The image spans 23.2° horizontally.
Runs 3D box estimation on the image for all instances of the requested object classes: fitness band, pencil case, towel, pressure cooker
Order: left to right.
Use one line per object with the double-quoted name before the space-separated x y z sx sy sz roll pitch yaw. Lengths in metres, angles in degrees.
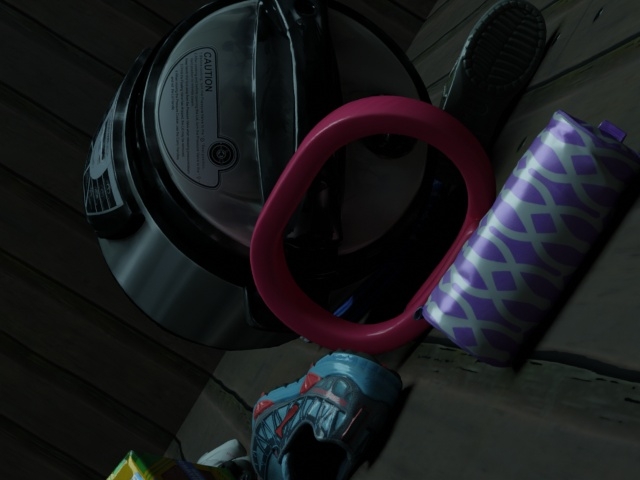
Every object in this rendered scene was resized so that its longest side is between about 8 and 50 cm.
"pressure cooker" -0.062 -0.092 1.823 0.375 0.370 0.420 -42 -2 -25
"fitness band" 0.051 -0.012 1.549 0.291 0.209 0.054 -58 2 33
"towel" 0.118 -0.049 2.078 0.336 0.040 0.243 -61 7 -30
"pencil case" 0.161 0.001 1.180 0.206 0.086 0.088 -56 -22 14

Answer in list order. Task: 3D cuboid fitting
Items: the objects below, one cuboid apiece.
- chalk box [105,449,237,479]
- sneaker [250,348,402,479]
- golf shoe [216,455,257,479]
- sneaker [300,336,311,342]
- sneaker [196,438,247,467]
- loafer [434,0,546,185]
"chalk box" -0.129 0.310 1.559 0.132 0.132 0.213 -51 -33 12
"sneaker" -0.019 0.205 1.560 0.262 0.104 0.125 -52 11 54
"golf shoe" -0.140 0.361 2.037 0.198 0.077 0.094 -50 -3 18
"sneaker" 0.000 0.000 2.267 0.282 0.153 0.099 -60 5 -17
"sneaker" -0.167 0.363 2.221 0.232 0.090 0.115 -43 7 38
"loafer" 0.186 -0.181 1.886 0.251 0.094 0.087 -60 10 -10
